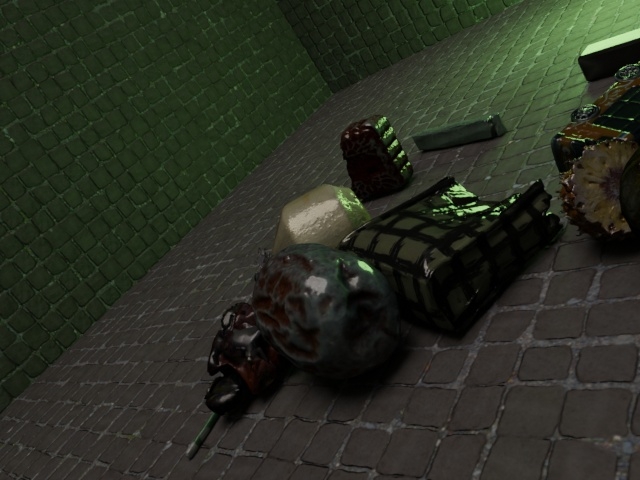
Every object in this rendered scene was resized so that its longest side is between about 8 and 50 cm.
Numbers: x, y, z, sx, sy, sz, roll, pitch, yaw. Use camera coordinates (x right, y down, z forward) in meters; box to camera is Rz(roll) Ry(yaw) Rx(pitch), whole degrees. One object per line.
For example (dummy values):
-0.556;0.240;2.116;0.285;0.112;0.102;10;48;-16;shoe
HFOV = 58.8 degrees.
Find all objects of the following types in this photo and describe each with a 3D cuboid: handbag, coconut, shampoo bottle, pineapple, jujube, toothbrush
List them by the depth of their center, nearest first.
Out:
0.472;-0.072;0.950;0.176;0.161;0.137;-9;-11;-2;pineapple
-0.005;0.129;1.069;0.215;0.246;0.308;-33;15;-26;jujube
0.247;0.003;1.115;0.327;0.162;0.325;-33;22;-18;handbag
-0.214;0.357;1.221;0.024;0.018;0.257;-11;29;35;toothbrush
0.000;0.000;1.381;0.266;0.237;0.237;-35;20;3;coconut
0.798;-0.486;1.456;0.079;0.080;0.246;-47;23;-27;shampoo bottle

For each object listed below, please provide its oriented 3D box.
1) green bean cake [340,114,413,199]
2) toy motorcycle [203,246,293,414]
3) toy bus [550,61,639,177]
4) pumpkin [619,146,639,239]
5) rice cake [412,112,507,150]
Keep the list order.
0.151;-0.245;1.702;0.199;0.232;0.097;-9;28;43;green bean cake
-0.138;0.189;1.264;0.207;0.134;0.400;-19;38;18;toy motorcycle
0.584;-0.209;1.053;0.275;0.138;0.167;-40;32;-8;toy bus
0.536;-0.062;0.778;0.238;0.159;0.237;-11;36;8;pumpkin
0.411;-0.324;1.711;0.063;0.066;0.336;-43;23;-24;rice cake
